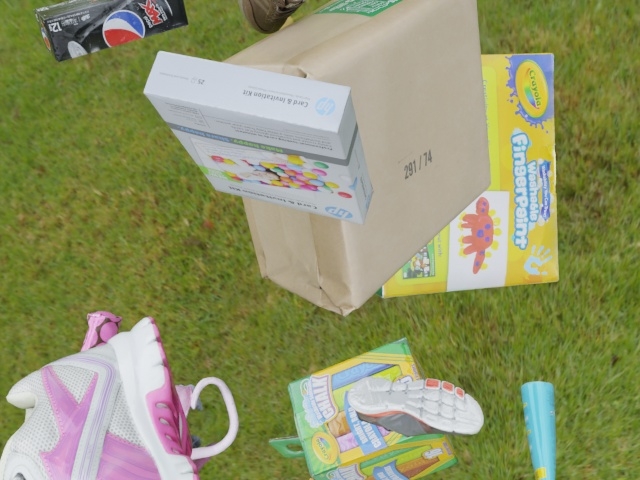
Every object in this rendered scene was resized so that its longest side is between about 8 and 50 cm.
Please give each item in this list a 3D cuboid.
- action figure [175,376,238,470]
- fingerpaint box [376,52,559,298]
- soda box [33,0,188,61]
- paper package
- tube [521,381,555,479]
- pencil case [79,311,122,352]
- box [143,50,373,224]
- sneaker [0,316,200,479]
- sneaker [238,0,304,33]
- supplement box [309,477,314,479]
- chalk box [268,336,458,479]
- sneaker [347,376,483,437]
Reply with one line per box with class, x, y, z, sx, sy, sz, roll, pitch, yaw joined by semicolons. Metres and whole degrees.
action figure;-0.326;0.413;1.305;0.275;0.370;0.248;-19;95;39
fingerpaint box;0.263;-0.131;1.534;0.370;0.163;0.445;-5;96;-13
soda box;-0.250;-0.269;0.937;0.168;0.053;0.060;-23;36;-21
paper package;0.055;-0.133;0.963;0.168;0.310;0.325;17;42;38
tube;0.354;0.331;1.236;0.052;0.080;0.207;-7;60;16
pencil case;-0.554;0.274;1.889;0.095;0.098;0.210;10;80;29
box;-0.038;-0.074;0.613;0.145;0.186;0.038;14;76;12
sneaker;-0.120;0.154;0.437;0.111;0.103;0.252;-17;35;-12
sneaker;-0.050;-0.283;0.887;0.066;0.188;0.071;-28;74;-14
supplement box;-0.014;0.546;1.534;0.080;0.233;0.078;17;53;-3
chalk box;0.060;0.325;1.333;0.288;0.180;0.179;-24;52;7
sneaker;0.112;0.200;0.904;0.157;0.065;0.061;9;47;21
